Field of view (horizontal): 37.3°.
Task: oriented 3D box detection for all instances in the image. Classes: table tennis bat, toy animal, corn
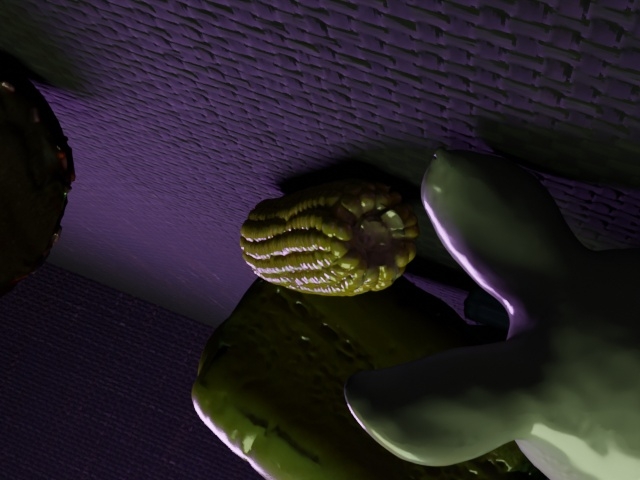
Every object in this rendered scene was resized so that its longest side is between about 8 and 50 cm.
[{"bbox_3d":[0.237,0.092,0.942,0.201,0.033,0.124,19,173,-6],"label":"table tennis bat"},{"bbox_3d":[0.212,0.083,0.536,0.368,0.196,0.241,17,161,17],"label":"toy animal"},{"bbox_3d":[0.000,0.000,0.799,0.093,0.093,0.244,26,170,-17],"label":"corn"}]

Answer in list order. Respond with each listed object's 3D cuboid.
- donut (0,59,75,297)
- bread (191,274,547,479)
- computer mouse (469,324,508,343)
[{"bbox_3d":[-0.344,-0.050,0.820,0.103,0.269,0.270,27,175,42],"label":"donut"},{"bbox_3d":[0.060,0.176,0.975,0.376,0.251,0.208,37,174,12],"label":"bread"},{"bbox_3d":[0.210,0.134,1.122,0.120,0.057,0.232,9,167,25],"label":"computer mouse"}]
